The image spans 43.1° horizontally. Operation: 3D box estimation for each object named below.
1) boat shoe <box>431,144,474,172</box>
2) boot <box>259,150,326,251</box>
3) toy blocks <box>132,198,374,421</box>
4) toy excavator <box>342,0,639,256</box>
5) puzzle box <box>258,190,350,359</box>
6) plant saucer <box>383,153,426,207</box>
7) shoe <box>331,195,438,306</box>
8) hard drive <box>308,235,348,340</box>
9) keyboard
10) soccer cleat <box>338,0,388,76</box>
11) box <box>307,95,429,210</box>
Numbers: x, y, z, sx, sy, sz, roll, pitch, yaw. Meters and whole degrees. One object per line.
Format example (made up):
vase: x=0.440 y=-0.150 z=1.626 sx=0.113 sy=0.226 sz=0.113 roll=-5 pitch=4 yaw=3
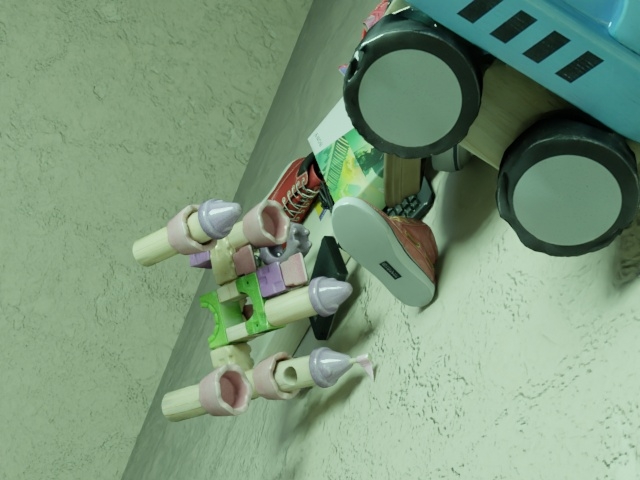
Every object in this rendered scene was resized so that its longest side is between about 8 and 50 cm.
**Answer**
boat shoe: x=0.211 y=-0.195 z=0.922 sx=0.367 sy=0.156 sz=0.136 roll=84 pitch=-164 yaw=-59
boot: x=-0.058 y=-0.059 z=1.504 sx=0.244 sy=0.088 sz=0.176 roll=-63 pitch=15 yaw=-13
toy blocks: x=-0.052 y=0.080 z=1.133 sx=0.260 sy=0.309 sz=0.289 roll=-22 pitch=76 yaw=34
toy excavator: x=0.164 y=-0.280 z=0.595 sx=0.445 sy=0.432 sz=0.222 roll=-56 pitch=4 yaw=34
puzzle box: x=0.000 y=0.000 z=1.467 sx=0.409 sy=0.052 sz=0.272 roll=-60 pitch=14 yaw=13
plant saucer: x=0.110 y=-0.175 z=0.943 sx=0.278 sy=0.041 sz=0.278 roll=6 pitch=-90 yaw=-81
shoe: x=0.080 y=-0.005 z=0.961 sx=0.063 sy=0.178 sz=0.081 roll=-23 pitch=34 yaw=34
hard drive: x=0.007 y=0.073 z=1.251 sx=0.094 sy=0.022 sz=0.135 roll=-110 pitch=28 yaw=-49
keyboard: x=0.066 y=-0.085 z=1.262 sx=0.201 sy=0.033 sz=0.317 roll=-53 pitch=30 yaw=25
soccer cleat: x=0.150 y=-0.433 z=1.566 sx=0.318 sy=0.116 sz=0.108 roll=-63 pitch=14 yaw=2
box: x=0.119 y=-0.201 z=1.196 sx=0.322 sy=0.058 sz=0.232 roll=-50 pitch=33 yaw=20
